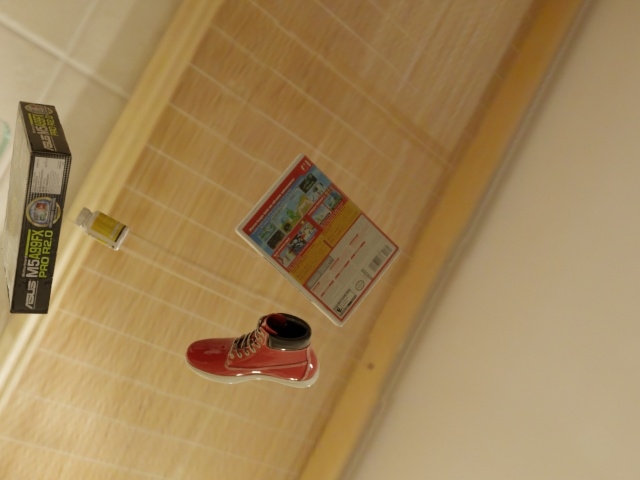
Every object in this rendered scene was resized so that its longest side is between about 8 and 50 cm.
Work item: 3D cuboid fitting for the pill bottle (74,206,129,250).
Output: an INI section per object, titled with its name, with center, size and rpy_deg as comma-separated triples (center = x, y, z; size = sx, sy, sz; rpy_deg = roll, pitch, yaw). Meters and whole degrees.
[pill bottle]
center = -0.515, -0.030, 2.140
size = 0.065, 0.116, 0.065
rpy_deg = -59, -172, 13

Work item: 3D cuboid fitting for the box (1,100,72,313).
[box]
center = -0.448, -0.053, 1.420
size = 0.216, 0.060, 0.270
rpy_deg = 53, -47, 54

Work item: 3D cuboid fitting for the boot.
[boot]
center = -0.129, 0.175, 1.578
size = 0.244, 0.176, 0.088
rpy_deg = 3, -127, 10

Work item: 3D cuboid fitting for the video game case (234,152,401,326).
[video game case]
center = 0.000, 0.000, 1.772
size = 0.204, 0.285, 0.025
rpy_deg = -50, -164, -15
